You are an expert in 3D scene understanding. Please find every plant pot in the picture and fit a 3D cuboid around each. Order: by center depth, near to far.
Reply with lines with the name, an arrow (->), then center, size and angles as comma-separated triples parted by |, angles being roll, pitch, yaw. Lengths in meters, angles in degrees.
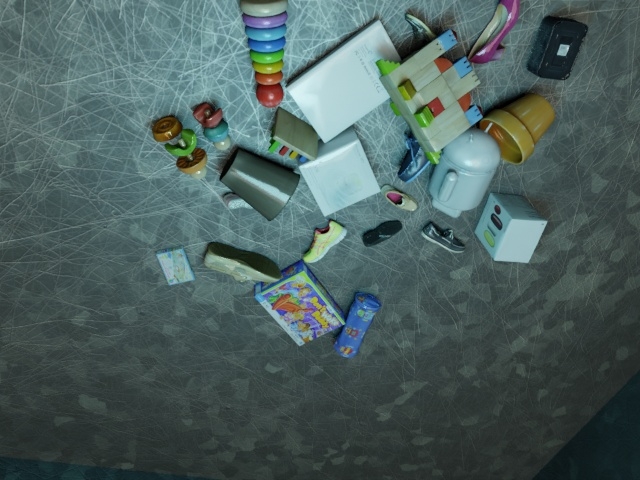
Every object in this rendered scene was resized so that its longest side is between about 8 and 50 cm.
plant pot -> 0.692, -0.401, 1.786 | 0.188, 0.205, 0.205 | -41, 122, -1

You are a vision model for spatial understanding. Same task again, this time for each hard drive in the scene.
hard drive -> 0.094, -0.510, 1.678 | 0.353, 0.047, 0.233 | -34, 122, 8

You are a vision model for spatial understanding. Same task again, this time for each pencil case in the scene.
pencil case -> 0.156, 0.366, 2.242 | 0.119, 0.133, 0.306 | 27, 118, 8

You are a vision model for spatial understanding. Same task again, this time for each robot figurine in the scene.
robot figurine -> 0.504, -0.246, 1.815 | 0.200, 0.300, 0.353 | 30, 138, 17

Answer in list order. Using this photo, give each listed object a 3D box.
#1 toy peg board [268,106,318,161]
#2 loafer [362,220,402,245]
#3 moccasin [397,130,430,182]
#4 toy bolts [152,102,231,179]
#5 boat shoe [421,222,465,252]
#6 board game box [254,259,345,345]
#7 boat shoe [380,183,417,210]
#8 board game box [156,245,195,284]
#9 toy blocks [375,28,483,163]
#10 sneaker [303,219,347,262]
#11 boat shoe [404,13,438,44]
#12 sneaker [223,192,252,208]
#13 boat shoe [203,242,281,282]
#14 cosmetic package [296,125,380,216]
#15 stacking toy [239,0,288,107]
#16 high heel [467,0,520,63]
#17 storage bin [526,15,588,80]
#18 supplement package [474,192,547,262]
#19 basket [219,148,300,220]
toy peg board -> -0.097, -0.334, 1.720 | 0.161, 0.161, 0.079 | 26, 133, -24
loafer -> 0.244, -0.026, 2.041 | 0.170, 0.062, 0.061 | -23, 163, -1
moccasin -> 0.358, -0.367, 1.796 | 0.117, 0.137, 0.342 | 29, 100, -18
toy bolts -> -0.406, -0.325, 1.687 | 0.228, 0.218, 0.158 | -44, 141, -19
boat shoe -> 0.506, -0.012, 2.074 | 0.206, 0.075, 0.065 | 22, 121, -16
board game box -> -0.083, 0.268, 2.156 | 0.233, 0.078, 0.347 | -29, 123, 13
boat shoe -> 0.301, -0.150, 1.956 | 0.170, 0.059, 0.063 | 25, 116, -23
board game box -> -0.560, 0.098, 2.002 | 0.104, 0.026, 0.154 | -12, 125, -1
toy blocks -> 0.377, -0.473, 1.637 | 0.261, 0.191, 0.381 | -37, 107, -4
sneaker -> 0.000, 0.000, 2.005 | 0.208, 0.081, 0.094 | -43, 112, 11
boat shoe -> 0.319, -0.653, 1.626 | 0.152, 0.056, 0.049 | 29, 109, -25
sneaker -> -0.291, -0.148, 1.875 | 0.134, 0.070, 0.050 | -9, 120, -40
boat shoe -> -0.301, 0.105, 2.005 | 0.302, 0.109, 0.098 | 20, 124, -14
cosmetic package -> 0.062, -0.242, 1.811 | 0.225, 0.138, 0.224 | -25, 124, 6
stacking toy -> -0.158, -0.565, 1.573 | 0.141, 0.141, 0.330 | -6, 130, -5
high heel -> 0.544, -0.681, 1.630 | 0.117, 0.082, 0.244 | -9, 138, -15
storage bin -> 0.775, -0.631, 1.698 | 0.122, 0.084, 0.180 | 3, 124, -11
supplement package -> 0.731, -0.051, 2.007 | 0.149, 0.203, 0.194 | 4, 122, -12
basket -> -0.219, -0.205, 1.786 | 0.227, 0.154, 0.204 | 31, 113, -22
